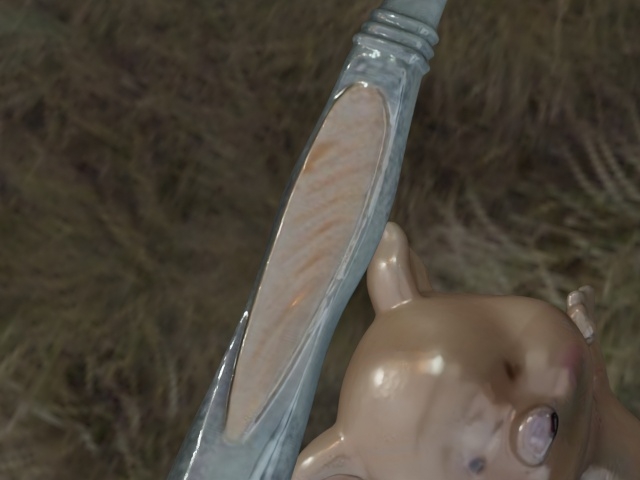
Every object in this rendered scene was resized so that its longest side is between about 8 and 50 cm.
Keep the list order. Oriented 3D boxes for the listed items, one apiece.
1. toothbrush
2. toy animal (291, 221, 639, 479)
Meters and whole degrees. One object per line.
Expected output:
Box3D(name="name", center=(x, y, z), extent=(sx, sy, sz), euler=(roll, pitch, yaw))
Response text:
Box3D(name="toothbrush", center=(0.000, 0.000, 0.434), extent=(0.028, 0.375, 0.037), euler=(20, 173, 11))
Box3D(name="toy animal", center=(0.057, 0.069, 0.568), extent=(0.089, 0.083, 0.150), euler=(-23, 125, 37))
